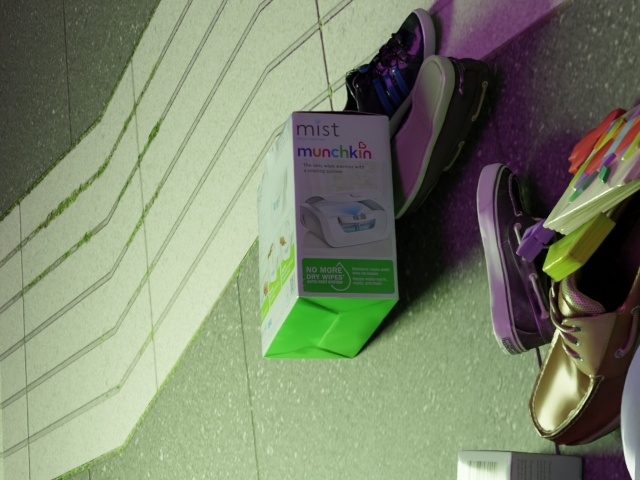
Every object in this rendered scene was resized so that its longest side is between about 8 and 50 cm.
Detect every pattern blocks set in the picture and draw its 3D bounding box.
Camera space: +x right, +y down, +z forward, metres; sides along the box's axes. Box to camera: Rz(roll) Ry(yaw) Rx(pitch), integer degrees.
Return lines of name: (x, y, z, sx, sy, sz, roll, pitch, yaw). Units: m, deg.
pattern blocks set: (0.273, -0.080, 1.378, 0.285, 0.026, 0.325, -56, 6, -35)

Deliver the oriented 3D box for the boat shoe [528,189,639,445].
boat shoe: (0.266, 0.053, 1.432, 0.324, 0.120, 0.122, -64, 32, 31)

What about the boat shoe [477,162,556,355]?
boat shoe: (0.212, 0.013, 1.613, 0.070, 0.078, 0.219, -18, 59, 23)

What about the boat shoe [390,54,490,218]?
boat shoe: (0.131, -0.113, 1.791, 0.228, 0.068, 0.081, 110, 146, -41)

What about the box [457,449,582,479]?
box: (0.196, 0.261, 1.552, 0.101, 0.087, 0.102, -13, 73, 62)

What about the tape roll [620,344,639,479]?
tape roll: (0.341, 0.149, 1.307, 0.189, 0.080, 0.189, -25, 62, 60)

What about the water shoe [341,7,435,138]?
water shoe: (0.074, -0.194, 1.910, 0.203, 0.080, 0.073, -66, 32, 30)

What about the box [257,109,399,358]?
box: (0.000, 0.000, 1.884, 0.262, 0.126, 0.231, 118, 152, -67)
